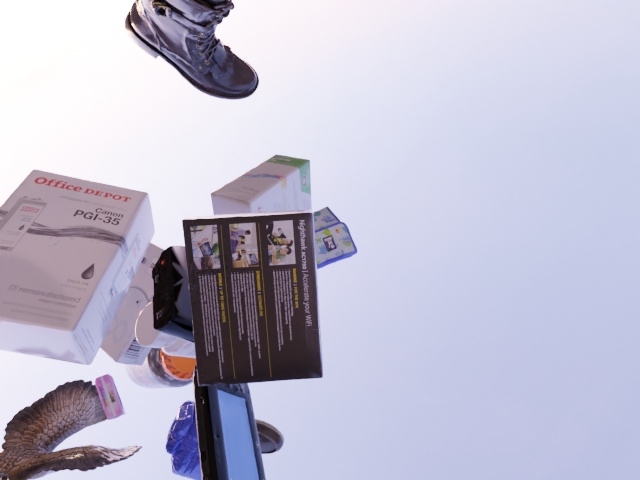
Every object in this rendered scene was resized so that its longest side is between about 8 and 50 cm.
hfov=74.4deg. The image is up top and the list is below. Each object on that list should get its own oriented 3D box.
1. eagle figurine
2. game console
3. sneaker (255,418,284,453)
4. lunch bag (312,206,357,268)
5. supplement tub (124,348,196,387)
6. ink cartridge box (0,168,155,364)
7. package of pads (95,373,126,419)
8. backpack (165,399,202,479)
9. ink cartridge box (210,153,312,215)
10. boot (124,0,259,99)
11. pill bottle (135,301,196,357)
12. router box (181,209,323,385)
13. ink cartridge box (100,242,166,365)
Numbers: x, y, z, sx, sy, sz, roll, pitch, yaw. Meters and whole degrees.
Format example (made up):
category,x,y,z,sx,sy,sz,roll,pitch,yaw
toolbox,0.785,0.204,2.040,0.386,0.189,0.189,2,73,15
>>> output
category,x,y,z,sx,sy,sz,roll,pitch,yaw
eagle figurine,-0.586,0.459,0.915,0.298,0.226,0.225,-35,-176,-20
game console,-0.115,0.179,0.543,0.044,0.213,0.361,-32,-129,16
sneaker,-0.199,0.467,0.949,0.222,0.083,0.118,8,-161,5
lunch bag,0.000,0.000,1.046,0.129,0.096,0.151,-21,-127,-23
supplement tub,-0.516,0.395,1.438,0.338,0.207,0.207,-24,-147,46
ink cartridge box,-0.421,0.031,0.678,0.207,0.117,0.283,12,-131,-5
package of pads,-0.403,0.300,0.809,0.032,0.050,0.083,-22,-105,-24
backpack,-0.222,0.354,0.753,0.098,0.101,0.120,-117,-130,-76
ink cartridge box,-0.105,-0.058,0.822,0.093,0.154,0.212,14,-144,22
boot,-0.182,-0.322,0.655,0.229,0.263,0.091,4,-104,60
pill bottle,-0.331,0.225,1.056,0.131,0.229,0.131,-14,-115,31
router box,-0.068,0.060,0.451,0.133,0.178,0.046,-3,-173,0
ink cartridge box,-0.571,0.139,1.227,0.385,0.091,0.308,19,-101,36
